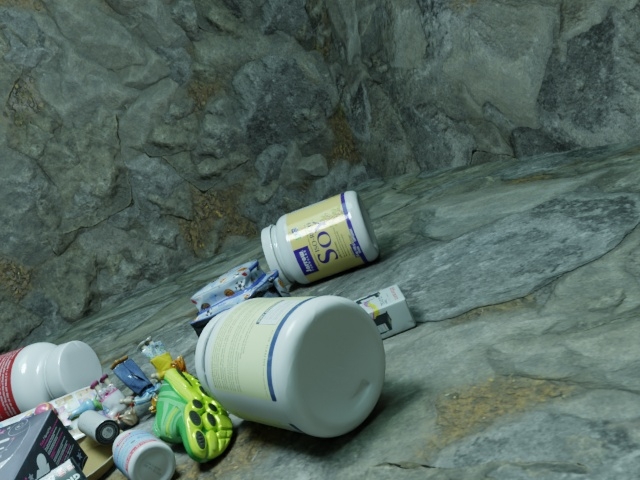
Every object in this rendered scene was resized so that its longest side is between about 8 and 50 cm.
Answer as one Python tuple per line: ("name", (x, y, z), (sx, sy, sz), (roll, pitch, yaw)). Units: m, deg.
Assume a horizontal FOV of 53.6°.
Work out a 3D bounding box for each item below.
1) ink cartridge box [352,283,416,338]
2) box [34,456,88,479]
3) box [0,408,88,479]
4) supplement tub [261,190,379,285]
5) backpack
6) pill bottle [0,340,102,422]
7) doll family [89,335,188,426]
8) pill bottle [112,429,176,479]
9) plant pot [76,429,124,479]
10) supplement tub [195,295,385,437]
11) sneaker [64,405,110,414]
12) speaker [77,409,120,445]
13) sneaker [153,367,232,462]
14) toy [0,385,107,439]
("ink cartridge box", (0.117, 0.176, 1.448), (0.175, 0.072, 0.127), (-22, 11, 2))
("box", (-0.412, 0.436, 0.922), (0.175, 0.220, 0.051), (-29, 53, -34))
("box", (-0.563, 0.455, 1.153), (0.163, 0.142, 0.247), (-21, 22, 8))
("supplement tub", (0.000, 0.000, 2.053), (0.331, 0.241, 0.241), (-20, 12, 10))
("backpack", (-0.212, 0.178, 1.762), (0.276, 0.213, 0.263), (-21, 1, 22))
("pill bottle", (-0.810, 0.410, 1.716), (0.407, 0.229, 0.229), (-19, 12, 15))
("doll family", (-0.410, 0.334, 1.526), (0.263, 0.163, 0.118), (-37, -14, -50))
("pill bottle", (-0.339, 0.408, 1.198), (0.087, 0.087, 0.160), (-29, 13, -31))
("plant pot", (-0.519, 0.481, 1.339), (0.236, 0.033, 0.236), (-22, 12, 5))
("supplement tub", (-0.066, 0.222, 1.168), (0.235, 0.236, 0.324), (-31, 15, -37))
("sneaker", (-0.578, 0.431, 1.547), (0.085, 0.086, 0.237), (-15, 12, 37))
("speaker", (-0.489, 0.409, 1.392), (0.055, 0.055, 0.136), (-30, 13, -35))
("sneaker", (-0.261, 0.366, 1.268), (0.124, 0.109, 0.295), (-63, 27, 1))
("toy", (-0.619, 0.410, 1.452), (0.237, 0.056, 0.137), (-17, 41, -32))
